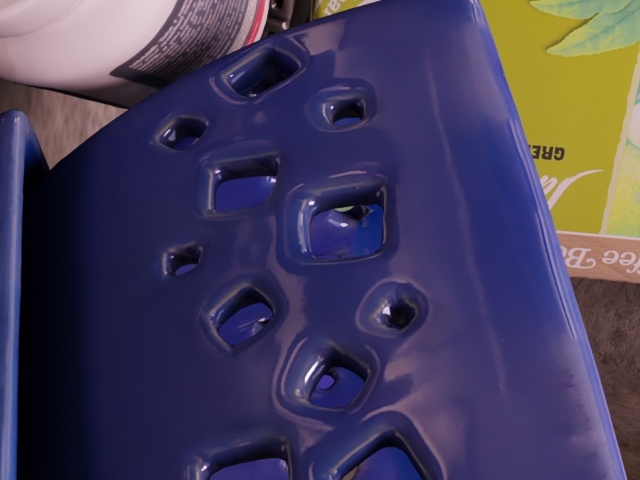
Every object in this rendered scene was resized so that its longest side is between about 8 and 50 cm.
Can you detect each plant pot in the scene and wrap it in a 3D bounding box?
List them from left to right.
[{"bbox_3d":[-0.021,0.076,0.474,0.236,0.212,0.236,81,-2,-52],"label":"plant pot"}]

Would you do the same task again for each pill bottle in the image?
[{"bbox_3d":[-0.091,-0.109,0.482,0.180,0.108,0.108,-5,113,-78],"label":"pill bottle"}]

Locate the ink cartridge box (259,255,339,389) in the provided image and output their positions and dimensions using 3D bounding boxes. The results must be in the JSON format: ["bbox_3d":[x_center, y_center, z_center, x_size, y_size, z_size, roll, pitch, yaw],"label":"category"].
[{"bbox_3d":[0.000,0.000,1.142,0.307,0.072,0.303,42,67,-57],"label":"ink cartridge box"}]

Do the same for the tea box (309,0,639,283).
[{"bbox_3d":[0.159,-0.163,0.849,0.220,0.329,0.323,-84,178,-60],"label":"tea box"}]

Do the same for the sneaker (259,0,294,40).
[{"bbox_3d":[-0.032,-0.230,0.636,0.130,0.109,0.286,-72,-179,-53],"label":"sneaker"}]
